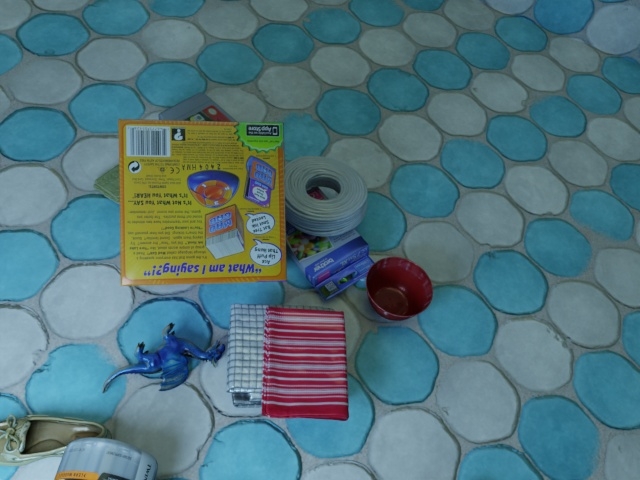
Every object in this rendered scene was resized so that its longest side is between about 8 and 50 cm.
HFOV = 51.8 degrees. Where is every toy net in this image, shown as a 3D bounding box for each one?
[{"bbox_3d":[0.067,0.042,1.844,0.122,0.045,0.232,-17,57,-8],"label":"toy net"}]

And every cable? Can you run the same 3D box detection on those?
[{"bbox_3d":[0.003,-0.127,1.807,0.257,0.089,0.257,-16,53,-21],"label":"cable"}]

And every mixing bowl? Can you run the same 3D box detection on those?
[{"bbox_3d":[0.198,0.145,1.756,0.181,0.098,0.181,6,55,-8],"label":"mixing bowl"}]

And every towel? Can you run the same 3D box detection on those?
[{"bbox_3d":[-0.088,0.283,1.592,0.284,0.121,0.235,2,56,-12],"label":"towel"},{"bbox_3d":[-0.034,0.279,1.516,0.199,0.031,0.275,6,56,-10],"label":"towel"},{"bbox_3d":[-0.559,-0.170,1.875,0.110,0.027,0.148,34,57,15],"label":"towel"}]

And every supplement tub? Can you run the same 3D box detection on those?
[{"bbox_3d":[-0.446,0.561,1.271,0.193,0.193,0.316,11,54,-4],"label":"supplement tub"}]

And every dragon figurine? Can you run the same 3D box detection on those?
[{"bbox_3d":[-0.359,0.294,1.546,0.289,0.085,0.144,-32,66,-30],"label":"dragon figurine"}]

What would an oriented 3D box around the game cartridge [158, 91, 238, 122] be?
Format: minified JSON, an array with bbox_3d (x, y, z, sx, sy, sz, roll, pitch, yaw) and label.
[{"bbox_3d":[-0.348,-0.325,2.015,0.294,0.060,0.196,42,61,18],"label":"game cartridge"}]

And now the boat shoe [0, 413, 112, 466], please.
[{"bbox_3d":[-0.597,0.416,1.408,0.285,0.089,0.104,-1,56,-12],"label":"boat shoe"}]

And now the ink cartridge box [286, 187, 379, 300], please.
[{"bbox_3d":[0.000,0.000,1.812,0.186,0.065,0.311,-29,61,-17],"label":"ink cartridge box"}]

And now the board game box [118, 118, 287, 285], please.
[{"bbox_3d":[-0.284,-0.078,1.580,0.356,0.356,0.356,-1,88,-12],"label":"board game box"}]
